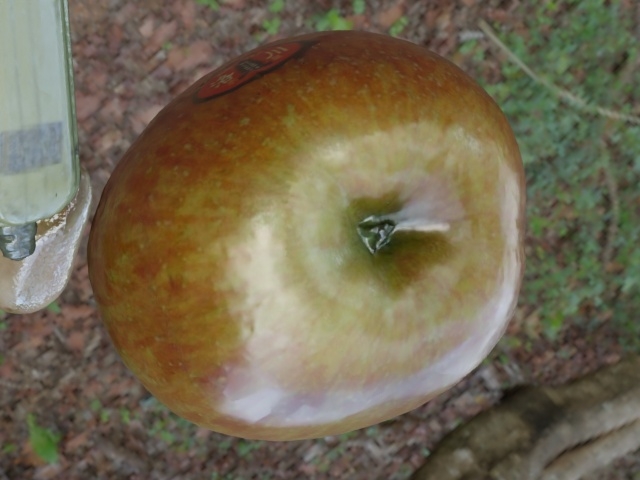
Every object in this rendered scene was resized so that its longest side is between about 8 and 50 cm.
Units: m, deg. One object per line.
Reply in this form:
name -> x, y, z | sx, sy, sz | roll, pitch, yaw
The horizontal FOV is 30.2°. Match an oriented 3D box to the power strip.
power strip -> -0.168, -0.157, 0.575 | 0.066, 0.092, 0.388 | -17, 126, -28

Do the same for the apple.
apple -> 0.000, 0.000, 0.803 | 0.309, 0.277, 0.250 | -43, -176, 2

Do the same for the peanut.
peanut -> -0.230, -0.005, 0.959 | 0.076, 0.076, 0.152 | -9, 134, -51
